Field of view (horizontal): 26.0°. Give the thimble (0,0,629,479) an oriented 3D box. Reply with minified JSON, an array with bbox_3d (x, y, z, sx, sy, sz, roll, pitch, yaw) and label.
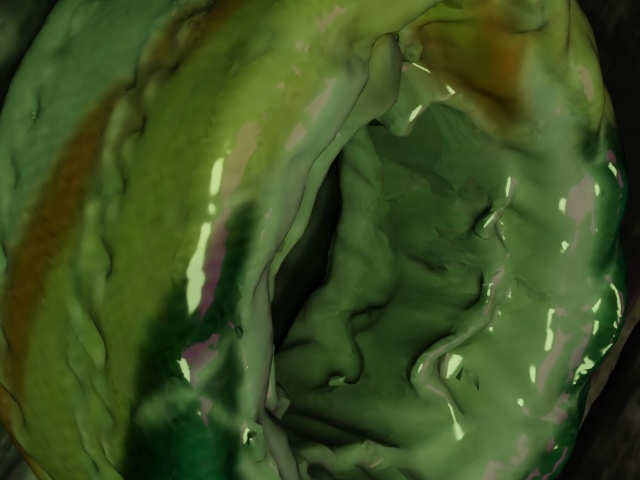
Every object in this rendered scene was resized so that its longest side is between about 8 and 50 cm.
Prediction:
[{"bbox_3d":[0.000,0.000,0.553,0.254,0.167,0.288,-1,107,-44],"label":"thimble"}]
